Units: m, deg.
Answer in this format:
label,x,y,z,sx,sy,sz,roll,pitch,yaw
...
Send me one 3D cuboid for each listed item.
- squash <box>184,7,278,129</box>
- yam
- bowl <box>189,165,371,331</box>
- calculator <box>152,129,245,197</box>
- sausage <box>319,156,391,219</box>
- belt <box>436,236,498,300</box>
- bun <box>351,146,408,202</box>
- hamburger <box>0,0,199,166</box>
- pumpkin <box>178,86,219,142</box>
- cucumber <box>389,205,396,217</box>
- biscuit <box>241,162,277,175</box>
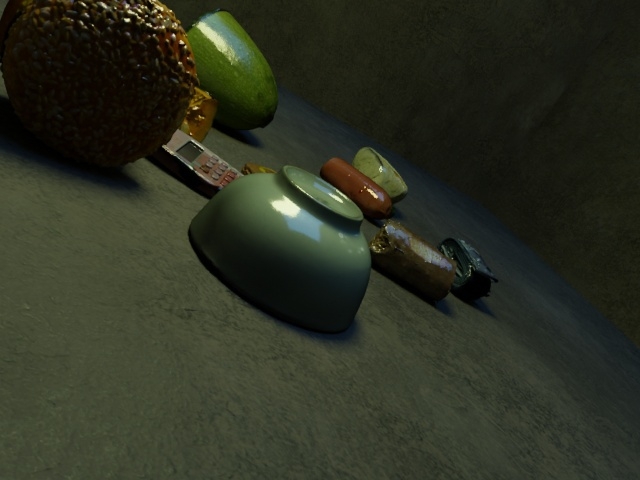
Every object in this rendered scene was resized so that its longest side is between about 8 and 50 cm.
label,x,y,z,sx,sy,sz,roll,pitch,yaw
squash,-0.265,-0.468,1.950,0.309,0.310,0.310,42,17,4
yam,0.228,0.048,1.670,0.238,0.129,0.128,32,51,-5
bowl,-0.042,-0.014,1.205,0.353,0.185,0.354,30,16,-10
calculator,-0.237,-0.145,1.471,0.329,0.048,0.220,34,15,-8
sausage,0.120,-0.159,2.085,0.259,0.114,0.113,39,17,20
belt,0.427,0.088,1.936,0.128,0.122,0.218,27,24,-27
bun,0.189,-0.216,2.310,0.244,0.153,0.244,49,10,-12
hamburger,-0.391,-0.306,1.159,0.330,0.330,0.250,18,23,-43
pumpkin,-0.396,-0.346,1.575,0.280,0.139,0.190,29,12,-5
cucumber,0.207,-0.108,2.206,0.105,0.048,0.048,15,24,-48
biscuit,-0.060,-0.126,1.736,0.262,0.052,0.277,39,17,18
